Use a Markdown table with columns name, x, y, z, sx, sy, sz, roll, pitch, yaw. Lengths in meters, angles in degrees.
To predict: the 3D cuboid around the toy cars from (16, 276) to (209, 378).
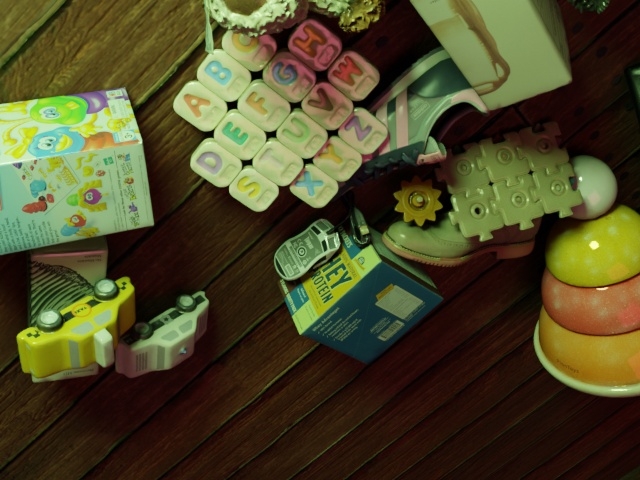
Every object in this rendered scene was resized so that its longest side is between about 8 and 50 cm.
| name | x | y | z | sx | sy | sz | roll | pitch | yaw |
| --- | --- | --- | --- | --- | --- | --- | --- | --- | --- |
| toy cars | -0.291 | 0.155 | 1.166 | 0.176 | 0.087 | 0.393 | -56 | 155 | 6 |

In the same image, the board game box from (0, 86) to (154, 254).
| name | x | y | z | sx | sy | sz | roll | pitch | yaw |
| --- | --- | --- | --- | --- | --- | --- | --- | --- | --- |
| board game box | -0.373 | -0.087 | 0.965 | 0.275 | 0.142 | 0.144 | -12 | 134 | -17 |

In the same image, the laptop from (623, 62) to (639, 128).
| name | x | y | z | sx | sy | sz | roll | pitch | yaw |
| --- | --- | --- | --- | --- | --- | --- | --- | --- | --- |
| laptop | 0.800 | -0.169 | 1.319 | 0.381 | 0.408 | 0.236 | -16 | 180 | 28 |

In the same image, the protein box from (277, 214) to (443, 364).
| name | x | y | z | sx | sy | sz | roll | pitch | yaw |
| --- | --- | --- | --- | --- | --- | --- | --- | --- | --- |
| protein box | 0.073 | 0.092 | 1.356 | 0.200 | 0.136 | 0.201 | -44 | 134 | 17 |

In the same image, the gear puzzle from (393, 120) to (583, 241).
| name | x | y | z | sx | sy | sz | roll | pitch | yaw |
| --- | --- | --- | --- | --- | --- | --- | --- | --- | --- |
| gear puzzle | 0.285 | -0.089 | 1.296 | 0.338 | 0.176 | 0.044 | -16 | 174 | -13 |

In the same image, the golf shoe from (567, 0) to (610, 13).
| name | x | y | z | sx | sy | sz | roll | pitch | yaw |
| --- | --- | --- | --- | --- | --- | --- | --- | --- | --- |
| golf shoe | 0.389 | -0.451 | 1.014 | 0.120 | 0.105 | 0.273 | -34 | 130 | -24 |

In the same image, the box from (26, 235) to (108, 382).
| name | x | y | z | sx | sy | sz | roll | pitch | yaw |
| --- | --- | --- | --- | --- | --- | --- | --- | --- | --- |
| box | -0.397 | 0.093 | 1.154 | 0.113 | 0.094 | 0.275 | -5 | 131 | -24 |

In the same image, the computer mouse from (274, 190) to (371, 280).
| name | x | y | z | sx | sy | sz | roll | pitch | yaw |
| --- | --- | --- | --- | --- | --- | --- | --- | --- | --- |
| computer mouse | 0.000 | 0.000 | 1.283 | 0.193 | 0.106 | 0.042 | -35 | 164 | 23 |

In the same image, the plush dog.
| name | x | y | z | sx | sy | sz | roll | pitch | yaw |
| --- | --- | --- | --- | --- | --- | --- | --- | --- | --- |
| plush dog | -0.027 | -0.330 | 0.884 | 0.225 | 0.263 | 0.210 | -3 | 165 | -11 |

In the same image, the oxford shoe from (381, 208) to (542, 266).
| name | x | y | z | sx | sy | sz | roll | pitch | yaw |
| --- | --- | --- | --- | --- | --- | --- | --- | --- | --- |
| oxford shoe | 0.264 | -0.038 | 1.357 | 0.348 | 0.123 | 0.130 | -7 | 126 | -33 |

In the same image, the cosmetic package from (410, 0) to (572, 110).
| name | x | y | z | sx | sy | sz | roll | pitch | yaw |
| --- | --- | --- | --- | --- | --- | --- | --- | --- | --- |
| cosmetic package | 0.216 | -0.323 | 0.972 | 0.129 | 0.153 | 0.296 | -17 | 145 | 30 |

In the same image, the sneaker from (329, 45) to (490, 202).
| name | x | y | z | sx | sy | sz | roll | pitch | yaw |
| --- | --- | --- | --- | --- | --- | --- | --- | --- | --- |
| sneaker | 0.117 | -0.146 | 1.144 | 0.319 | 0.131 | 0.112 | -44 | 162 | 18 |

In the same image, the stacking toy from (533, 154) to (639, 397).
| name | x | y | z | sx | sy | sz | roll | pitch | yaw |
| --- | --- | --- | --- | --- | --- | --- | --- | --- | --- |
| stacking toy | 0.567 | 0.042 | 1.481 | 0.350 | 0.351 | 0.480 | -25 | 121 | -3 |

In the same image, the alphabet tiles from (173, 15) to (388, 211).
| name | x | y | z | sx | sy | sz | roll | pitch | yaw |
| --- | --- | --- | --- | --- | --- | --- | --- | --- | --- |
| alphabet tiles | -0.053 | -0.173 | 1.067 | 0.278 | 0.021 | 0.284 | 35 | 111 | -23 |
